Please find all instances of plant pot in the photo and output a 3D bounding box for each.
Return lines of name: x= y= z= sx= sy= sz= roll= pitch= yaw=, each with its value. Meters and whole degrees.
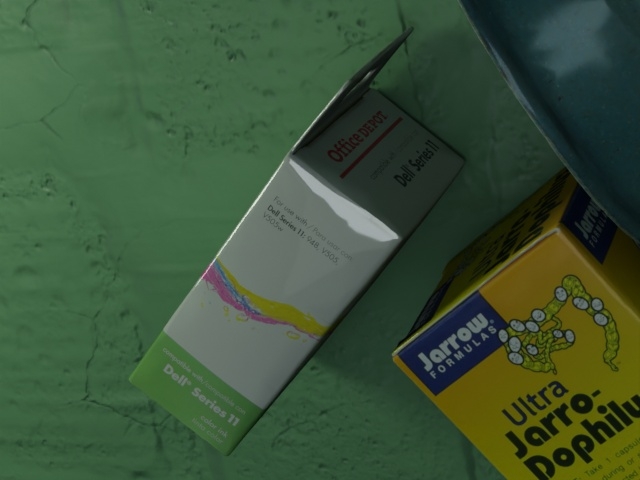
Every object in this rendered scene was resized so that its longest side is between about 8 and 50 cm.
plant pot: x=0.288 y=-0.225 z=0.997 sx=0.334 sy=0.341 sz=0.341 roll=-32 pitch=99 yaw=21

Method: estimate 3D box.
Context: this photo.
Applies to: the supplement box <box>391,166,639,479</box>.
supplement box: x=0.267 y=0.133 z=1.218 sx=0.356 sy=0.194 sz=0.195 roll=46 pitch=120 yaw=-4

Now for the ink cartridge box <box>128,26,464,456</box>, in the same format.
ink cartridge box: x=0.000 y=0.000 z=1.252 sx=0.119 sy=0.207 sz=0.353 roll=38 pitch=120 yaw=3
